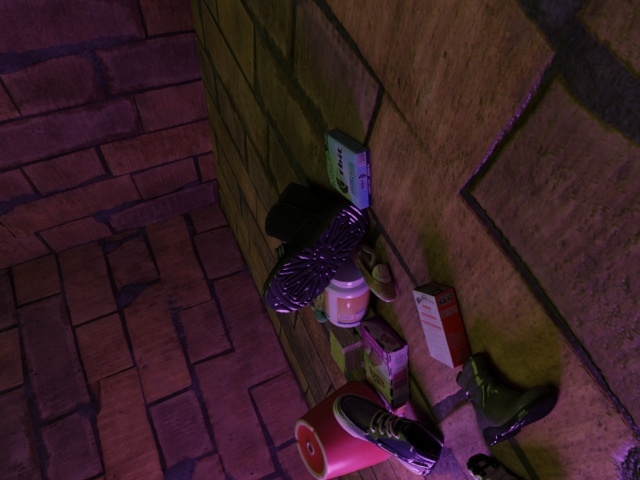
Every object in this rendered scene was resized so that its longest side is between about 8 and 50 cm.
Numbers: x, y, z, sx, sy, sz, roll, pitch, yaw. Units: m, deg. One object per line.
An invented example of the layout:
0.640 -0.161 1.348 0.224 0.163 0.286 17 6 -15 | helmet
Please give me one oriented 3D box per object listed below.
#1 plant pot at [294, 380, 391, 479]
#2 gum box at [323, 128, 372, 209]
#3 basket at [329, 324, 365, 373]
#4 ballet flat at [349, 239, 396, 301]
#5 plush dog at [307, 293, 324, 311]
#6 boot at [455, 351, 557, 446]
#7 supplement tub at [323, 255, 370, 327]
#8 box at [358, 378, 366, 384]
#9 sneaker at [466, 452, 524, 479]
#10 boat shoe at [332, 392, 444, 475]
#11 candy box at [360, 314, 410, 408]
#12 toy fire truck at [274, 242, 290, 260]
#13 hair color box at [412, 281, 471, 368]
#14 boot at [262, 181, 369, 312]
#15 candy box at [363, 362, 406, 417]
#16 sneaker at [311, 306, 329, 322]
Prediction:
0.064 0.635 1.486 0.275 0.243 0.274 28 124 51 | plant pot
0.070 -0.191 1.190 0.184 0.041 0.157 -131 27 -50 | gum box
0.100 0.375 1.606 0.113 0.103 0.167 51 153 44 | basket
0.142 0.074 1.224 0.206 0.073 0.067 52 141 36 | ballet flat
-0.010 0.175 1.586 0.225 0.210 0.262 22 156 28 | plush dog
0.332 0.286 0.867 0.246 0.083 0.161 97 154 -53 | boot
0.080 0.148 1.355 0.144 0.144 0.199 53 156 43 | supplement tub
0.186 0.675 1.743 0.201 0.057 0.293 59 159 31 | box
0.402 0.549 0.945 0.234 0.078 0.106 -171 60 -74 | sneaker
0.199 0.537 1.314 0.341 0.127 0.158 28 142 13 | boat shoe
0.195 0.365 1.364 0.159 0.071 0.233 43 149 54 | candy box
-0.075 0.130 1.844 0.217 0.159 0.246 152 108 -72 | toy fire truck
0.266 0.182 0.990 0.093 0.053 0.167 11 121 71 | hair color box
-0.091 -0.004 1.380 0.146 0.367 0.445 50 170 -29 | boot
0.209 0.499 1.499 0.109 0.053 0.186 88 157 -44 | candy box
-0.001 0.278 1.872 0.162 0.063 0.073 -134 33 -52 | sneaker
